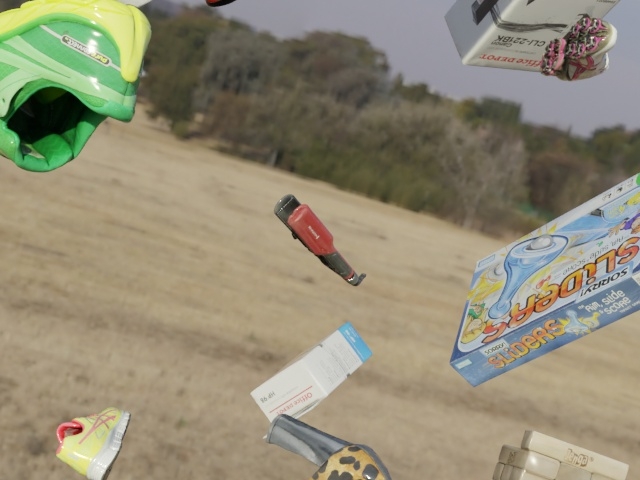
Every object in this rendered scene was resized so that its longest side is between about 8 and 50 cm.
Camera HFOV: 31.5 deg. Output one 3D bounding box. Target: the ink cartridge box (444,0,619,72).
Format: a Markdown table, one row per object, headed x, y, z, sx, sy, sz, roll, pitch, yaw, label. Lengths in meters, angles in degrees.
| x | y | z | sx | sy | sz | roll | pitch | yaw | label |
| --- | --- | --- | --- | --- | --- | --- | --- | --- | --- |
| 0.365 | -0.405 | 1.882 | 0.197 | 0.114 | 0.273 | 0 | -29 | -30 | ink cartridge box |

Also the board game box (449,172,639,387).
| x | y | z | sx | sy | sz | roll | pitch | yaw | label |
| --- | --- | --- | --- | --- | --- | --- | --- | --- | --- |
| 0.203 | 0.030 | 0.940 | 0.035 | 0.201 | 0.136 | 43 | 39 | -18 | board game box |

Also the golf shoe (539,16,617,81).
| x | y | z | sx | sy | sz | roll | pitch | yaw | label |
| --- | --- | --- | --- | --- | --- | --- | --- | --- | --- |
| 0.409 | -0.288 | 1.724 | 0.086 | 0.067 | 0.186 | 14 | -9 | -12 | golf shoe |

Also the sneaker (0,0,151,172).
| x | y | z | sx | sy | sz | roll | pitch | yaw | label |
| --- | --- | --- | --- | --- | --- | --- | --- | --- | --- |
| -0.264 | -0.114 | 0.937 | 0.296 | 0.123 | 0.109 | -12 | -17 | 37 | sneaker |

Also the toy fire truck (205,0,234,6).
| x | y | z | sx | sy | sz | roll | pitch | yaw | label |
| --- | --- | --- | --- | --- | --- | --- | --- | --- | --- |
| -0.064 | -0.407 | 1.571 | 0.217 | 0.158 | 0.246 | -21 | 31 | -11 | toy fire truck |

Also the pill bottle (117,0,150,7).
| x | y | z | sx | sy | sz | roll | pitch | yaw | label |
| --- | --- | --- | --- | --- | --- | --- | --- | --- | --- |
| -0.292 | -0.443 | 1.383 | 0.176 | 0.176 | 0.318 | 24 | -26 | 55 | pill bottle |

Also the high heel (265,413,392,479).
| x | y | z | sx | sy | sz | roll | pitch | yaw | label |
| --- | --- | --- | --- | --- | --- | --- | --- | --- | --- |
| -0.006 | 0.347 | 1.299 | 0.186 | 0.261 | 0.093 | 17 | 11 | 43 | high heel |

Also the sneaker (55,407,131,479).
| x | y | z | sx | sy | sz | roll | pitch | yaw | label |
| --- | --- | --- | --- | --- | --- | --- | --- | --- | --- |
| -0.339 | 0.285 | 1.670 | 0.094 | 0.081 | 0.208 | 24 | 3 | -7 | sneaker |

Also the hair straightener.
| x | y | z | sx | sy | sz | roll | pitch | yaw | label |
| --- | --- | --- | --- | --- | --- | --- | --- | --- | --- |
| 0.000 | 0.000 | 1.726 | 0.089 | 0.047 | 0.230 | 37 | -3 | 45 | hair straightener |

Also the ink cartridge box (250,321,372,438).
| x | y | z | sx | sy | sz | roll | pitch | yaw | label |
| --- | --- | --- | --- | --- | --- | --- | --- | --- | --- |
| -0.018 | 0.185 | 1.516 | 0.060 | 0.104 | 0.180 | 55 | 33 | 2 | ink cartridge box |

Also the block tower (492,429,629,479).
| x | y | z | sx | sy | sz | roll | pitch | yaw | label |
| --- | --- | --- | --- | --- | --- | --- | --- | --- | --- |
| 0.163 | 0.336 | 0.968 | 0.091 | 0.335 | 0.097 | 19 | -8 | -3 | block tower |
